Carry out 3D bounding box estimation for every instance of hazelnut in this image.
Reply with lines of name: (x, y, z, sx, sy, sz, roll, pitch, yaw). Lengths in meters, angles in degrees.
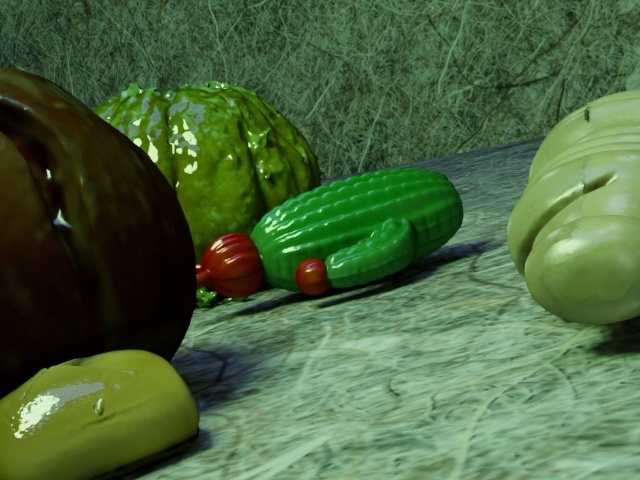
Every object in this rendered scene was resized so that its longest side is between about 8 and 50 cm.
hazelnut: (-0.188, 0.007, 0.628, 0.218, 0.218, 0.234, -12, -9, 7)

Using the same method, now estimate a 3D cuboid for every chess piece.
chess piece: (0.185, -0.018, 0.633, 0.138, 0.124, 0.307, 26, 21, 10)

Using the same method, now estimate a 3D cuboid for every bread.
bread: (-0.118, 0.086, 0.520, 0.115, 0.056, 0.082, -16, 6, -23)

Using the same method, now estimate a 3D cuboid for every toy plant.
toy plant: (0.013, 0.000, 0.894, 0.154, 0.088, 0.240, 13, 30, 42)

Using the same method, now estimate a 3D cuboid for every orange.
orange: (-0.133, -0.054, 1.078, 0.300, 0.223, 0.301, -3, 10, 31)
